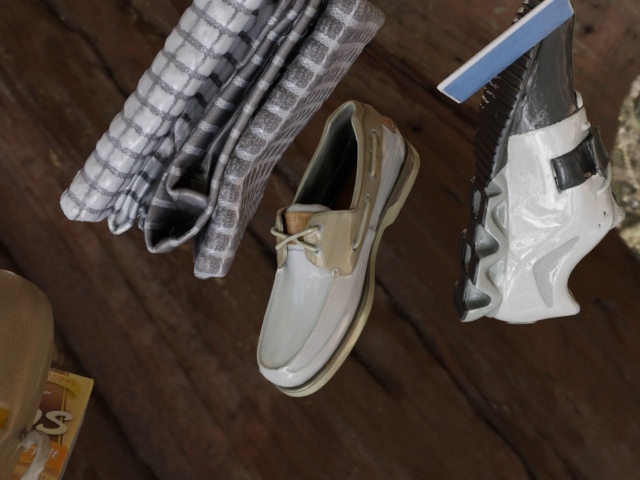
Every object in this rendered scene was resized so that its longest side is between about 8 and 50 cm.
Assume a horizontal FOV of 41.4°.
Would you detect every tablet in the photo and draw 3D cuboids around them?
[{"bbox_3d":[0.105,-0.108,0.476,0.006,0.083,0.054,56,-162,12],"label":"tablet"}]

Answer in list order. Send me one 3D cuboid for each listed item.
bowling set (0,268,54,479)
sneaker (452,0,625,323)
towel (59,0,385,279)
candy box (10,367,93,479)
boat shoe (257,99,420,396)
[{"bbox_3d":[-0.251,0.043,0.268,0.154,0.287,0.199,-99,-6,-47],"label":"bowling set"},{"bbox_3d":[0.224,-0.073,0.814,0.146,0.330,0.122,4,-155,-1],"label":"sneaker"},{"bbox_3d":[-0.053,-0.112,0.663,0.121,0.235,0.283,36,-165,-6],"label":"towel"},{"bbox_3d":[-0.372,0.241,0.907,0.183,0.087,0.316,18,-158,-10],"label":"candy box"},{"bbox_3d":[0.000,0.000,0.841,0.113,0.302,0.103,0,149,40],"label":"boat shoe"}]
